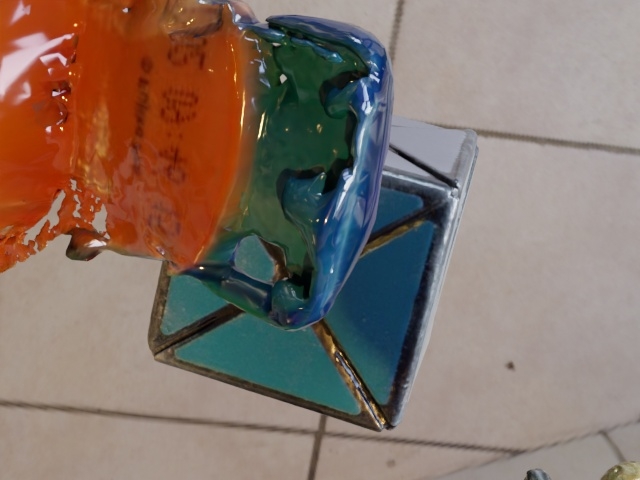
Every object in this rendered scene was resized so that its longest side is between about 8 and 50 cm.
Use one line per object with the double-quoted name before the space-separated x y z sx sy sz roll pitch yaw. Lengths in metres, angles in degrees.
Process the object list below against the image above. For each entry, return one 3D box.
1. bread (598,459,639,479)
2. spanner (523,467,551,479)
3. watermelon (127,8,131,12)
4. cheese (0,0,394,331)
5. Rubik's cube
"bread" 0.427 0.433 1.585 0.244 0.134 0.244 -24 144 -18
"spanner" 0.151 0.294 0.625 0.026 0.093 0.325 -5 73 -10
"watermelon" -0.226 -0.326 1.419 0.212 0.212 0.212 -2 111 -5
"cheese" -0.126 -0.068 0.426 0.329 0.129 0.217 21 115 25
"Rubik's cube" 0.000 0.000 1.079 0.259 0.255 0.260 14 107 7
